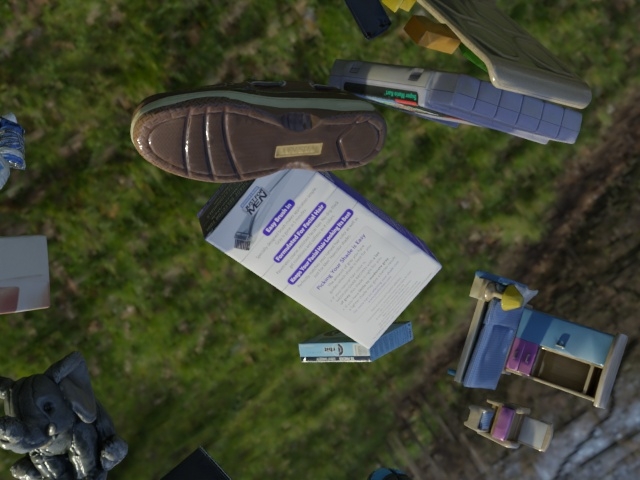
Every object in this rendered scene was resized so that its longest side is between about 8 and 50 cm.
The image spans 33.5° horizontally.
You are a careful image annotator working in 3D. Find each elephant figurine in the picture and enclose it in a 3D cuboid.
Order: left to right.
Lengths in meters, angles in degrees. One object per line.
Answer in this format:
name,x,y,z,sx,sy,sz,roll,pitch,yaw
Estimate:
elephant figurine,-0.362,0.226,1.416,0.169,0.186,0.239,-44,140,-24

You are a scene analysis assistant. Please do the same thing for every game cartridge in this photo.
game cartridge,0.182,-0.206,1.568,0.230,0.068,0.355,8,-172,-28

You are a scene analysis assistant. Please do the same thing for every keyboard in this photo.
keyboard,0.071,-0.483,2.064,0.100,0.192,0.038,-33,-173,-31

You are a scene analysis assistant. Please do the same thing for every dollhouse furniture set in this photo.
dollhouse furniture set,0.355,0.226,1.808,0.303,0.198,0.286,20,88,-57

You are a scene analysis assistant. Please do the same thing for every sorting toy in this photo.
sorting toy,0.169,-0.248,1.253,0.307,0.229,0.041,3,132,-46

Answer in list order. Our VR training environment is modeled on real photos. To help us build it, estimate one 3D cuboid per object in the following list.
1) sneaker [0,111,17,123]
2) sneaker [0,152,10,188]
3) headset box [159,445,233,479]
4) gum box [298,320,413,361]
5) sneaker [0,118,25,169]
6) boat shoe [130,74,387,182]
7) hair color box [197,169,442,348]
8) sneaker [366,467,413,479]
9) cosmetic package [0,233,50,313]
sneaker,-0.710,-0.236,2.437,0.044,0.109,0.040,-23,-169,-37
sneaker,-0.416,-0.036,1.058,0.237,0.086,0.085,-32,-150,16
headset box,-0.177,0.396,1.213,0.246,0.131,0.283,-38,154,-21
gum box,0.072,0.197,2.090,0.157,0.041,0.184,-5,-174,32
sneaker,-0.382,-0.119,1.309,0.052,0.058,0.135,9,179,-23
boat shoe,-0.067,-0.116,1.042,0.257,0.095,0.095,1,127,-28
hair color box,0.000,0.000,1.652,0.185,0.339,0.110,-49,-153,10
sneaker,0.141,0.594,2.008,0.125,0.341,0.139,3,137,-16
cosmetic package,-0.583,0.061,1.673,0.153,0.129,0.296,-3,180,30
